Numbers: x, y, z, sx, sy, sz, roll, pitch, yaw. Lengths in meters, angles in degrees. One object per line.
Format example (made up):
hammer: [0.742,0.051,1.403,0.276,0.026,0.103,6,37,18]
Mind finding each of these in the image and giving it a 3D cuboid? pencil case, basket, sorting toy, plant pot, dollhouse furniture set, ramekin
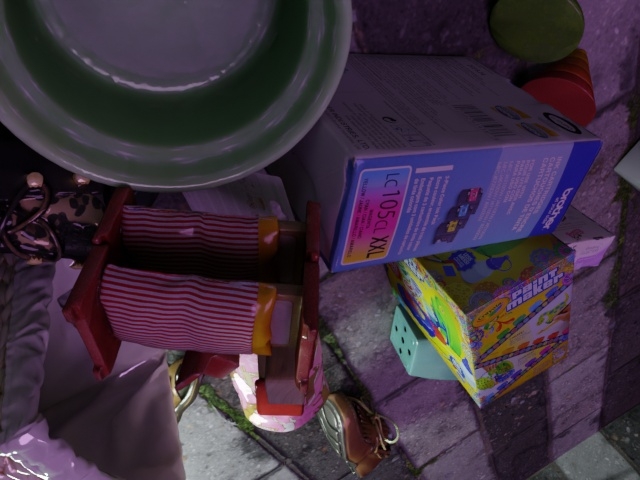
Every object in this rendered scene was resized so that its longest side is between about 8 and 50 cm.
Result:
pencil case: [-0.092,0.160,0.842,0.160,0.167,0.386,-37,137,-25]
basket: [-0.356,0.215,0.628,0.267,0.331,0.328,-23,134,-4]
sorting toy: [0.337,-0.328,0.753,0.365,0.127,0.126,48,65,-42]
plant pot: [0.276,0.187,1.077,0.235,0.165,0.165,-8,129,-14]
dollhouse furniture set: [-0.108,0.124,0.578,0.202,0.152,0.374,3,139,-2]
ramekin: [-0.138,-0.203,0.461,0.304,0.148,0.303,-13,140,-11]

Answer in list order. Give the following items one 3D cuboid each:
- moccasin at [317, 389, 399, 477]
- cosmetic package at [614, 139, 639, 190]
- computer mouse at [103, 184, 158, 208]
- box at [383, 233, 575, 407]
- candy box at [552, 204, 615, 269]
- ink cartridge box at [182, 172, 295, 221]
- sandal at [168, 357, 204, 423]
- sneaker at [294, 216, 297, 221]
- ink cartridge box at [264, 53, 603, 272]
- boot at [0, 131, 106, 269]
moccasin: [0.094,0.436,1.184,0.147,0.139,0.380,-31,135,-6]
cosmetic package: [0.781,-0.109,1.072,0.224,0.224,0.138,18,117,-38]
computer mouse: [-0.214,-0.124,0.624,0.071,0.041,0.242,4,123,-31]
box: [0.239,0.060,0.856,0.177,0.290,0.279,-28,134,-6]
candy box: [0.387,-0.027,0.934,0.165,0.196,0.070,-6,128,-25]
ink cartridge box: [-0.100,-0.061,0.644,0.045,0.179,0.145,-60,152,-31]
sandal: [-0.244,0.245,0.892,0.060,0.090,0.219,25,120,-17]
sneaker: [0.000,0.000,0.849,0.065,0.061,0.158,-17,137,20]
ink cartridge box: [0.146,-0.123,0.667,0.396,0.270,0.151,-9,133,-23]
boot: [-0.327,-0.011,0.430,0.284,0.377,0.138,-2,118,-35]
